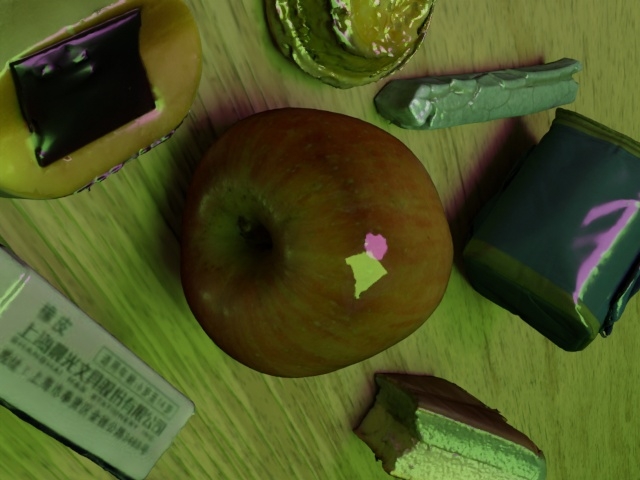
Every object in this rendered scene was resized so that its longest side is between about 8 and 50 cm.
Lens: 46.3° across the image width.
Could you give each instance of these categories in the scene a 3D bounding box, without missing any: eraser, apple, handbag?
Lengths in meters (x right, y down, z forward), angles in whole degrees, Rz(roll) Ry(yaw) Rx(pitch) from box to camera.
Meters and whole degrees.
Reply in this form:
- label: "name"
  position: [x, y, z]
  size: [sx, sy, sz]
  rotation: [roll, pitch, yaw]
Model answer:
- label: "eraser"
  position: [-0.224, 0.075, 0.572]
  size: [0.086, 0.130, 0.287]
  rotation: [-50, 137, -15]
- label: "apple"
  position: [0.000, 0.000, 0.697]
  size: [0.241, 0.242, 0.242]
  rotation: [-1, 112, -58]
- label: "handbag"
  position: [0.333, -0.003, 1.003]
  size: [0.241, 0.222, 0.263]
  rotation: [-54, 156, -4]

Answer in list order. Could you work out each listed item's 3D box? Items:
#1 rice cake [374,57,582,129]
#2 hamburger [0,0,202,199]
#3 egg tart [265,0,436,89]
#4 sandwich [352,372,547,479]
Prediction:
- label: "rice cake"
  position: [0.202, -0.178, 0.906]
  size: [0.336, 0.066, 0.063]
  rotation: [-18, 115, -39]
- label: "hamburger"
  position: [-0.183, -0.122, 0.523]
  size: [0.210, 0.116, 0.173]
  rotation: [-41, 143, -28]
- label: "egg tart"
  position: [0.043, -0.229, 0.697]
  size: [0.191, 0.074, 0.191]
  rotation: [-14, 116, -31]
- label: "sandwich"
  position: [0.170, 0.271, 1.002]
  size: [0.186, 0.220, 0.108]
  rotation: [13, 103, -48]
